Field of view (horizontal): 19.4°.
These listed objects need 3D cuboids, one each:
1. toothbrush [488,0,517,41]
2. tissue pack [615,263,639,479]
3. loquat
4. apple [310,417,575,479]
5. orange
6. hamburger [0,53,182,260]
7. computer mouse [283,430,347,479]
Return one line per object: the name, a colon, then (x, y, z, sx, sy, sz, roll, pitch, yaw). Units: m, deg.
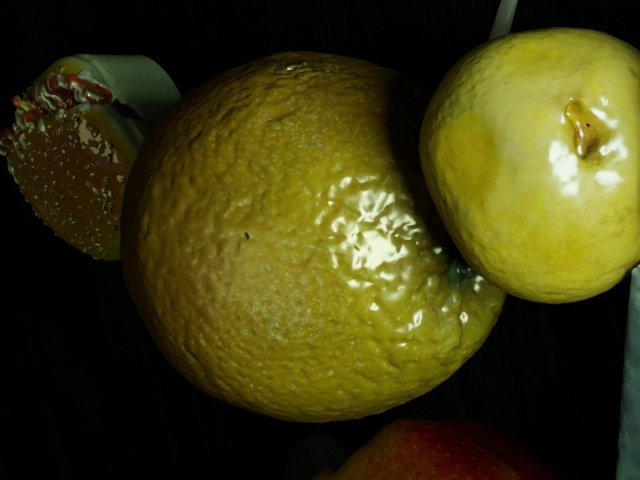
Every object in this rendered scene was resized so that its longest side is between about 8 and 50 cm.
toothbrush: (0.147, -0.172, 1.544, 0.014, 0.017, 0.194, 41, 140, 24)
tissue pack: (0.345, 0.191, 1.389, 0.259, 0.122, 0.361, 25, 130, 34)
loquat: (0.175, -0.060, 1.406, 0.208, 0.208, 0.208, 36, 139, 39)
apple: (0.128, 0.315, 1.687, 0.317, 0.288, 0.288, 54, 150, 41)
orange: (0.000, 0.000, 1.618, 0.357, 0.322, 0.322, 13, 123, 42)
hamburger: (-0.248, -0.088, 2.082, 0.227, 0.151, 0.295, 61, 147, 1)
computer mouse: (0.030, 0.349, 2.033, 0.295, 0.087, 0.168, 54, 151, 21)
